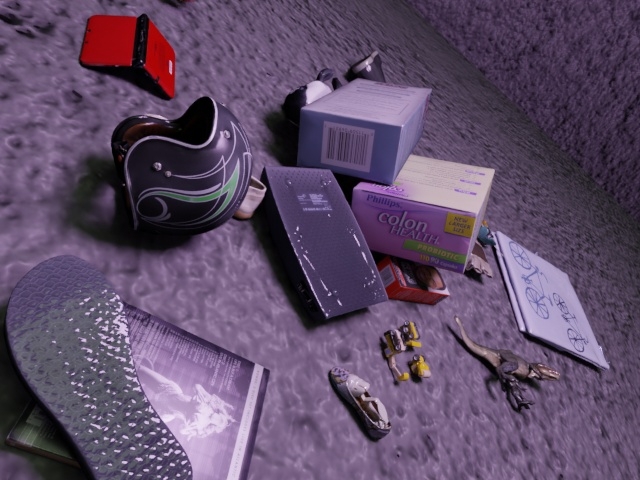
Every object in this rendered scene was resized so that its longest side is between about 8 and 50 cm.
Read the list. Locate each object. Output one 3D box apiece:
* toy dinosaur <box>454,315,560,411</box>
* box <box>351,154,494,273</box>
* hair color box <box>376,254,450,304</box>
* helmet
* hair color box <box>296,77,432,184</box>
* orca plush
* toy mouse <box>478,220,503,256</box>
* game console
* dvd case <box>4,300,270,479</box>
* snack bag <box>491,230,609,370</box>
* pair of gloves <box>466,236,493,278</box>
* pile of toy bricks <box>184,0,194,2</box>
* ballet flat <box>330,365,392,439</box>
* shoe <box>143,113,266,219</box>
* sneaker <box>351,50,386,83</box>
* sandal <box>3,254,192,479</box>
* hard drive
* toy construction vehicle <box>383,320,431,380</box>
[{"bbox_3d":[0.360,0.248,0.874,0.268,0.064,0.118,29,34,-19],"label":"toy dinosaur"},{"bbox_3d":[0.199,-0.066,0.870,0.213,0.117,0.243,15,30,20],"label":"box"},{"bbox_3d":[0.175,0.076,0.860,0.141,0.043,0.072,13,48,-38],"label":"hair color box"},{"bbox_3d":[-0.166,-0.091,0.573,0.161,0.169,0.169,-13,65,-26],"label":"helmet"},{"bbox_3d":[0.106,-0.243,0.941,0.185,0.114,0.374,14,31,15],"label":"hair color box"},{"bbox_3d":[-0.025,-0.304,0.969,0.102,0.151,0.287,17,39,13],"label":"orca plush"},{"bbox_3d":[0.403,-0.037,1.146,0.143,0.031,0.161,23,43,-60],"label":"toy mouse"},{"bbox_3d":[-0.314,-0.306,0.761,0.124,0.085,0.144,51,22,-52],"label":"game console"},{"bbox_3d":[-0.163,0.165,0.472,0.221,0.018,0.165,31,39,-19],"label":"dvd case"},{"bbox_3d":[0.604,0.156,1.210,0.342,0.037,0.323,25,43,-26],"label":"snack bag"},{"bbox_3d":[0.313,-0.018,1.077,0.240,0.042,0.204,32,33,-29],"label":"pair of gloves"},{"bbox_3d":[-0.339,-0.563,0.917,0.105,0.118,0.212,-48,112,-25],"label":"pile of toy bricks"},{"bbox_3d":[0.060,0.216,0.624,0.114,0.041,0.041,54,37,10],"label":"ballet flat"},{"bbox_3d":[-0.176,-0.122,0.687,0.219,0.058,0.077,39,38,-11],"label":"shoe"},{"bbox_3d":[0.152,-0.477,1.332,0.118,0.083,0.222,57,27,-18],"label":"sneaker"},{"bbox_3d":[-0.207,0.135,0.410,0.097,0.054,0.255,-20,80,-43],"label":"sandal"},{"bbox_3d":[0.000,0.000,0.736,0.172,0.054,0.255,-7,68,-47],"label":"hard drive"},{"bbox_3d":[0.138,0.180,0.743,0.086,0.035,0.098,18,47,-48],"label":"toy construction vehicle"}]
